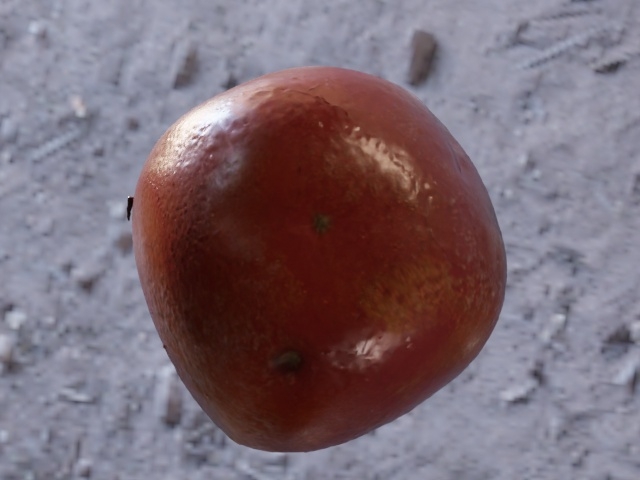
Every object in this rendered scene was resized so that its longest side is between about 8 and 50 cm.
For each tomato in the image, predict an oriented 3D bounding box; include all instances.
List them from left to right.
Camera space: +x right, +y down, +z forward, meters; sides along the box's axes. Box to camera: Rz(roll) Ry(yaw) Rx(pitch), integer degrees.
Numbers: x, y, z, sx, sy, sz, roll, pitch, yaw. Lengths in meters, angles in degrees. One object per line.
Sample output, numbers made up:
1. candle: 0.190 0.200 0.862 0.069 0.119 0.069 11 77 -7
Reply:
1. tomato: -0.005 0.001 1.531 0.338 0.144 0.338 0 82 2
